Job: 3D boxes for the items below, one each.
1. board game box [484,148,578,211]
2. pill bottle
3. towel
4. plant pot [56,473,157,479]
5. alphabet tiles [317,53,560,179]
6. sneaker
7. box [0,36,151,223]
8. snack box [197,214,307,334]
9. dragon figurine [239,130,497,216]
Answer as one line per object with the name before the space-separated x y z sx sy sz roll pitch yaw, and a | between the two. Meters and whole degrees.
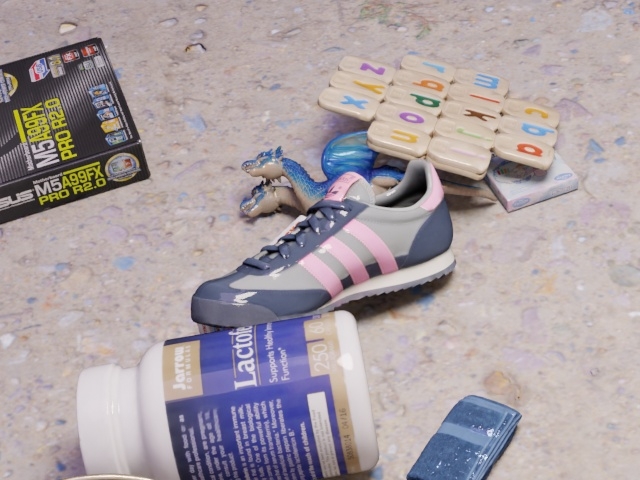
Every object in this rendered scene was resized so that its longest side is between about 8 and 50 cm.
board game box | 0.240 -0.078 1.533 0.090 0.020 0.090 -18 41 -9
pill bottle | -0.085 0.160 1.231 0.264 0.153 0.153 -10 41 0
towel | 0.135 0.196 1.241 0.067 0.029 0.119 18 49 29
plant pot | -0.175 0.315 1.021 0.284 0.284 0.191 -22 1 -14
alphabet tiles | 0.143 -0.152 1.560 0.277 0.021 0.284 15 29 6
sneaker | 0.000 0.000 1.353 0.319 0.131 0.112 -17 19 -34
box | -0.354 -0.147 1.695 0.216 0.060 0.270 -17 42 -9
snack box | -0.064 0.050 1.416 0.022 0.064 0.178 23 51 33
dragon figurine | 0.048 -0.070 1.512 0.289 0.085 0.144 -15 42 -3
